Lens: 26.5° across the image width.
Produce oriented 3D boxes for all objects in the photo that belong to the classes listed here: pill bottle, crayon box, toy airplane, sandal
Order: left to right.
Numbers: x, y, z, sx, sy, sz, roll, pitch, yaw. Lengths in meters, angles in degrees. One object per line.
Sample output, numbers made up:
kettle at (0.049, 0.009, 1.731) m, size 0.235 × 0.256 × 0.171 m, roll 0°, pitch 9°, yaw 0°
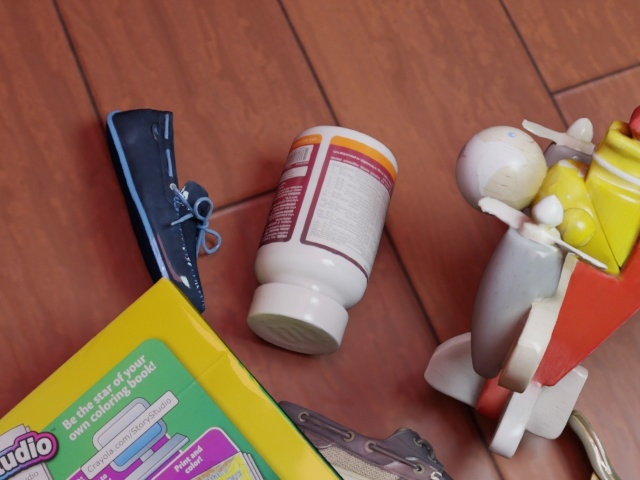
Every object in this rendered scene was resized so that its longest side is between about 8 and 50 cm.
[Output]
crayon box at (-0.176, 0.271, 1.267) m, size 0.363 × 0.106 × 0.313 m, roll -41°, pitch 73°, yaw -4°
pill bottle at (0.000, 0.000, 1.435) m, size 0.121 × 0.121 × 0.221 m, roll 16°, pitch 66°, yaw 3°
toy airplane at (0.224, 0.013, 1.306) m, size 0.272 × 0.386 × 0.384 m, roll 43°, pitch 70°, yaw -1°
sandal at (0.285, 0.257, 1.375) m, size 0.049 × 0.072 × 0.180 m, roll -27°, pitch 68°, yaw 1°

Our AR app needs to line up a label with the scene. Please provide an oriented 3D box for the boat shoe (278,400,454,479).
boat shoe at (0.073, 0.229, 1.351) m, size 0.285 × 0.103 × 0.092 m, roll 14°, pitch 70°, yaw 8°

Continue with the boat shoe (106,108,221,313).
boat shoe at (-0.158, -0.041, 1.452) m, size 0.089 × 0.109 × 0.258 m, roll -14°, pitch 70°, yaw -14°
